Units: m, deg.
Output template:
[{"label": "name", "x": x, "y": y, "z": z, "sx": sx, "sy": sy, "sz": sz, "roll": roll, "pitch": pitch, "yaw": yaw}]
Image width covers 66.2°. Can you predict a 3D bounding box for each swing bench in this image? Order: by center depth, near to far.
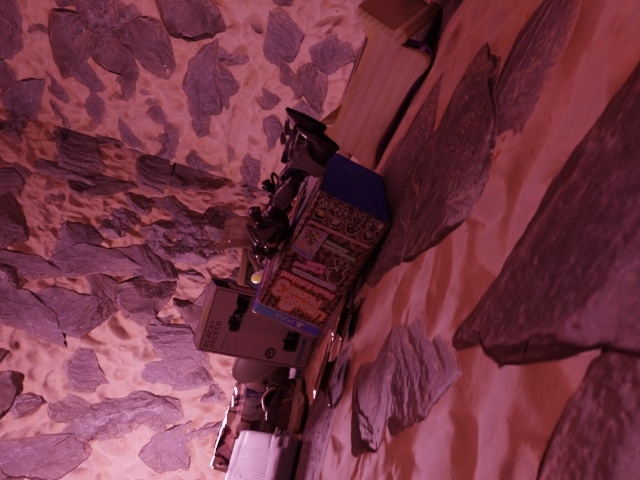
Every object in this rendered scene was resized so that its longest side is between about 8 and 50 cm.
[{"label": "swing bench", "x": -0.202, "y": 0.072, "z": 1.497, "sx": 0.253, "sy": 0.165, "sz": 0.254, "roll": -101, "pitch": 3, "yaw": -69}]

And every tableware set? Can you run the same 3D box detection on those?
[{"label": "tableware set", "x": 0.032, "y": 0.194, "z": 0.879, "sx": 0.128, "sy": 0.039, "sz": 0.194, "roll": 95, "pitch": -167, "yaw": -61}]

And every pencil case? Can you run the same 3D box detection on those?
[{"label": "pencil case", "x": -0.175, "y": 0.457, "z": 1.386, "sx": 0.183, "sy": 0.160, "sz": 0.410, "roll": -36, "pitch": 36, "yaw": 57}]

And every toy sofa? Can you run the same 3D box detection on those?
[{"label": "toy sofa", "x": 0.131, "y": -0.340, "z": 1.073, "sx": 0.150, "sy": 0.177, "sz": 0.362, "roll": -48, "pitch": -9, "yaw": -34}]

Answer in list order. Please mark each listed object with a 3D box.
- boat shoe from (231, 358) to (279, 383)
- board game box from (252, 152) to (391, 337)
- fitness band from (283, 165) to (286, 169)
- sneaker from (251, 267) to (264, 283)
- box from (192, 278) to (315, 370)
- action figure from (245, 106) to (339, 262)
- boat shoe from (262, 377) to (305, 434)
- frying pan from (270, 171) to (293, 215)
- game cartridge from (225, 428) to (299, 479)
[{"label": "boat shoe", "x": -0.127, "y": 0.255, "z": 1.362, "sx": 0.319, "sy": 0.116, "sz": 0.099, "roll": -50, "pitch": 20, "yaw": -9}, {"label": "board game box", "x": 0.000, "y": 0.000, "z": 0.988, "sx": 0.291, "sy": 0.141, "sz": 0.232, "roll": -59, "pitch": 12, "yaw": 28}, {"label": "fitness band", "x": -0.014, "y": -0.091, "z": 1.219, "sx": 0.054, "sy": 0.209, "sz": 0.290, "roll": 123, "pitch": 165, "yaw": -62}, {"label": "sneaker", "x": -0.085, "y": 0.104, "z": 1.305, "sx": 0.081, "sy": 0.209, "sz": 0.094, "roll": -24, "pitch": -76, "yaw": -74}, {"label": "box", "x": -0.157, "y": 0.216, "z": 1.243, "sx": 0.087, "sy": 0.290, "sz": 0.169, "roll": 22, "pitch": 94, "yaw": 69}, {"label": "action figure", "x": -0.071, "y": -0.079, "z": 0.872, "sx": 0.185, "sy": 0.099, "sz": 0.285, "roll": -96, "pitch": 29, "yaw": -60}, {"label": "boat shoe", "x": -0.095, "y": 0.386, "z": 1.189, "sx": 0.285, "sy": 0.092, "sz": 0.102, "roll": 171, "pitch": 116, "yaw": -83}, {"label": "frying pan", "x": -0.079, "y": -0.016, "z": 1.378, "sx": 0.197, "sy": 0.326, "sz": 0.053, "roll": -51, "pitch": -23, "yaw": 16}, {"label": "game cartridge", "x": -0.144, "y": 0.538, "z": 1.113, "sx": 0.294, "sy": 0.060, "sz": 0.196, "roll": -30, "pitch": 37, "yaw": 58}]
